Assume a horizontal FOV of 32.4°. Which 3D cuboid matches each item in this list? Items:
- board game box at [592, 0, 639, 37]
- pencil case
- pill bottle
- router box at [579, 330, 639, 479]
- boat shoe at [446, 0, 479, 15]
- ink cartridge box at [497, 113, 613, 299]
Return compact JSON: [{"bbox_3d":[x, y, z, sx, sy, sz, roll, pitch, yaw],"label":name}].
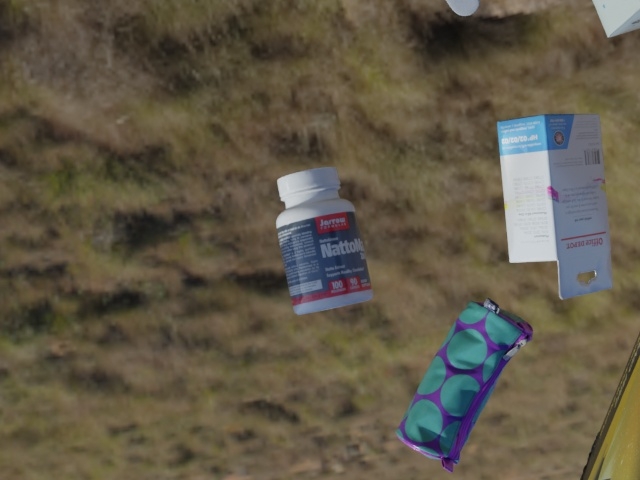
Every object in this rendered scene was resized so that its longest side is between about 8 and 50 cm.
[{"bbox_3d":[0.419,-0.376,1.195,0.303,0.224,0.097,-18,172,-13],"label":"board game box"},{"bbox_3d":[0.132,0.128,1.001,0.064,0.152,0.070,30,180,-43],"label":"pencil case"},{"bbox_3d":[0.000,0.000,1.440,0.108,0.180,0.108,-12,176,-1],"label":"pill bottle"},{"bbox_3d":[0.157,0.199,0.554,0.081,0.243,0.309,17,125,11],"label":"router box"},{"bbox_3d":[0.151,-0.336,1.350,0.049,0.040,0.142,-23,131,21],"label":"boat shoe"},{"bbox_3d":[0.239,-0.035,1.119,0.104,0.181,0.061,-7,-178,-44],"label":"ink cartridge box"}]
